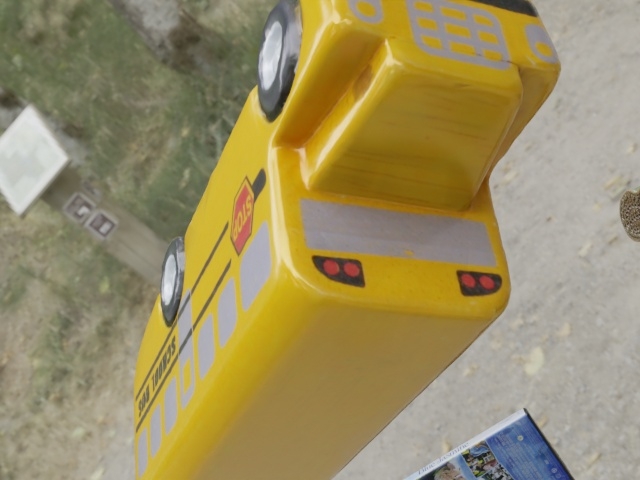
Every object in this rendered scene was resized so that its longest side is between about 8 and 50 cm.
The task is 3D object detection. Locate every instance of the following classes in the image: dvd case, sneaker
[{"bbox_3d":[0.205,0.350,1.229,0.253,0.180,0.022,-33,12,10],"label":"dvd case"},{"bbox_3d":[0.406,-0.053,1.085,0.086,0.064,0.192,-18,-19,-1],"label":"sneaker"}]

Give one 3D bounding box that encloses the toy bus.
[{"bbox_3d":[-0.008,0.027,0.471,0.332,0.108,0.130,124,147,-49],"label":"toy bus"}]
